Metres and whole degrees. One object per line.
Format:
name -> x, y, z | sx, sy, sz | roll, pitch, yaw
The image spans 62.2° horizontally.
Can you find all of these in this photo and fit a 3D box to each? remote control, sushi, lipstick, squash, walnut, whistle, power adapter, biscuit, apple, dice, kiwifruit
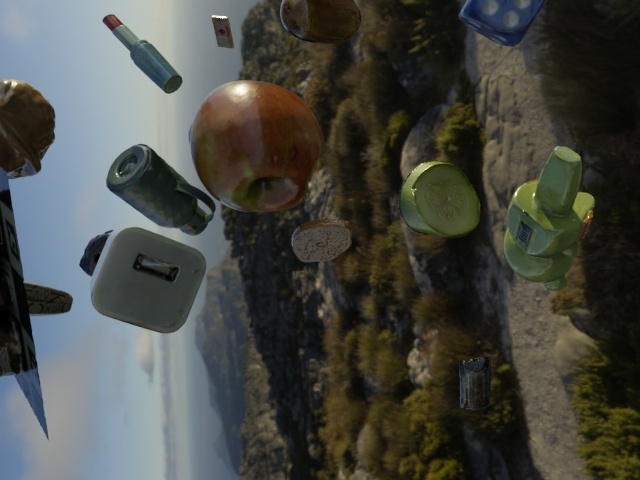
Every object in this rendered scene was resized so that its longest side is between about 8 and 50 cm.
remote control -> 0.186, 0.174, 0.631 | 0.014, 0.039, 0.096 | -101, -2, -51
sushi -> -0.481, 0.064, 0.711 | 0.296, 0.100, 0.373 | 24, 119, 45
lipstick -> -0.461, -0.484, 1.348 | 0.274, 0.061, 0.068 | 46, 136, 11
squash -> 0.333, -0.118, 1.473 | 0.133, 0.220, 0.220 | -165, 74, -74
walnut -> -0.755, -0.256, 1.245 | 0.273, 0.273, 0.227 | -169, 65, -74
whistle -> 0.351, -0.029, 0.821 | 0.131, 0.106, 0.288 | 51, 161, 36
power adapter -> -0.263, 0.050, 0.786 | 0.205, 0.130, 0.125 | 6, 74, 65
biscuit -> 0.000, 0.000, 1.371 | 0.220, 0.142, 0.029 | -42, 33, 51
apple -> -0.161, -0.242, 1.356 | 0.339, 0.339, 0.340 | 178, 90, -74
dice -> 0.389, -0.502, 1.121 | 0.143, 0.146, 0.146 | -61, 0, 15
kiwifruit -> 0.001, -0.307, 0.728 | 0.075, 0.124, 0.075 | 13, 108, 46

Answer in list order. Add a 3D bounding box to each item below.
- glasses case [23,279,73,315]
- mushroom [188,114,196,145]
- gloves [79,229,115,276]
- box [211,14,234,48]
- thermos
glasses case -> -0.713, 0.115, 1.146 | 0.137, 0.354, 0.085 | 4, 81, 32
mushroom -> -0.246, -0.305, 1.647 | 0.290, 0.292, 0.292 | 63, 162, 1
gloves -> -0.648, 0.025, 1.627 | 0.203, 0.124, 0.164 | -52, 38, 20
box -> -0.254, -0.543, 1.380 | 0.083, 0.046, 0.012 | 85, -157, -50
thermos -> -0.390, -0.115, 1.373 | 0.286, 0.182, 0.145 | 45, -136, -48
